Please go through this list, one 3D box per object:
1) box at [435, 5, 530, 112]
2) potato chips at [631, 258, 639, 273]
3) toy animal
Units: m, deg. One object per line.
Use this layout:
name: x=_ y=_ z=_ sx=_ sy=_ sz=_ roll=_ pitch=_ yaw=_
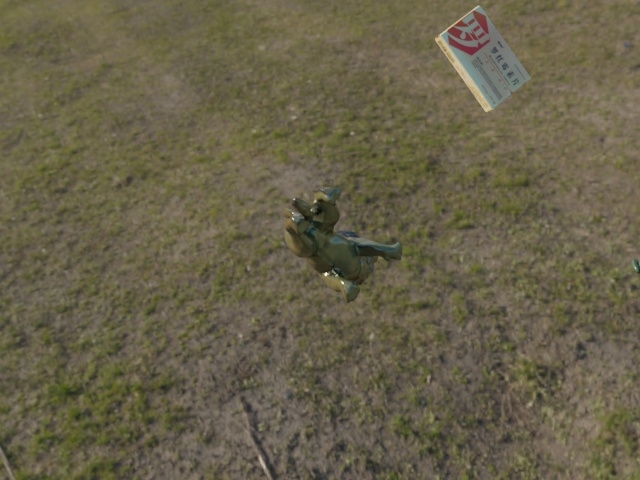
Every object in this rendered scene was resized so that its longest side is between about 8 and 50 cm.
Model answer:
box: x=0.165 y=-0.184 z=0.705 sx=0.058 sy=0.093 sz=0.015 roll=-39 pitch=7 yaw=-13
potato chips: x=0.506 y=0.194 z=0.942 sx=0.097 sy=0.389 sz=0.373 roll=-12 pitch=61 yaw=25
toy animal: x=0.014 y=0.007 z=0.570 sx=0.086 sy=0.220 sz=0.069 roll=28 pitch=81 yaw=20
